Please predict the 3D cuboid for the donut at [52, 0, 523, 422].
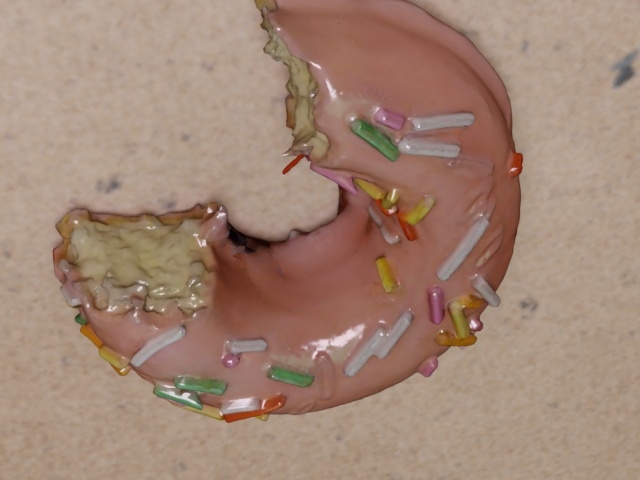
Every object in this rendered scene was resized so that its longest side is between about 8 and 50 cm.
[{"bbox_3d":[0.000,0.000,0.820,0.199,0.085,0.233,27,117,-30],"label":"donut"}]
